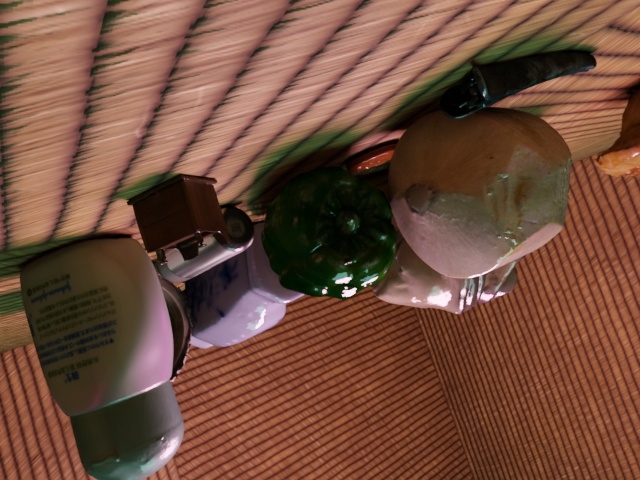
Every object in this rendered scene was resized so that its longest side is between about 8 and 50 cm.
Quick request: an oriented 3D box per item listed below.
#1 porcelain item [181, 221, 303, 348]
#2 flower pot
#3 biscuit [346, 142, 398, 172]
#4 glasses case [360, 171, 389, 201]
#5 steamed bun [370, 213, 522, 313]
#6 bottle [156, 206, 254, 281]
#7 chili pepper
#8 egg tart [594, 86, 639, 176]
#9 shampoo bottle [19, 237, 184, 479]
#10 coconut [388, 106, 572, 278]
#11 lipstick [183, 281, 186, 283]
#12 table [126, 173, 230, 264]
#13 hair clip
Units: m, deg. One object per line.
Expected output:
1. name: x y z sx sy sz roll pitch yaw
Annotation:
1. porcelain item: -0.200 0.124 1.108 0.178 0.242 0.405 8 150 -36
2. flower pot: -0.467 0.201 1.029 0.259 0.290 0.290 -3 -173 40
3. biscuit: 0.084 -0.128 0.714 0.091 0.015 0.078 -20 177 18
4. glasses case: 0.125 -0.096 0.912 0.234 0.064 0.079 -19 154 -17
5. steamed bun: 0.276 0.000 0.889 0.352 0.247 0.339 -26 151 -26
6. bottle: -0.209 0.009 0.818 0.254 0.079 0.096 -25 -150 45
7. chili pepper: 0.001 0.011 0.762 0.213 0.167 0.385 22 171 -7
8. egg tart: 0.744 -0.254 0.871 0.443 0.178 0.443 -16 176 -1
9. shampoo bottle: -0.313 0.181 0.694 0.222 0.349 0.151 -21 174 17
10. coconut: 0.204 -0.065 0.614 0.241 0.241 0.241 -19 175 -2
11. lipstick: -0.310 0.083 1.347 0.059 0.059 0.264 -21 175 21
12. table: -0.163 -0.022 0.552 0.083 0.082 0.070 -21 175 21
13. hair clip: 0.247 -0.188 0.529 0.229 0.039 0.070 -18 174 -20
